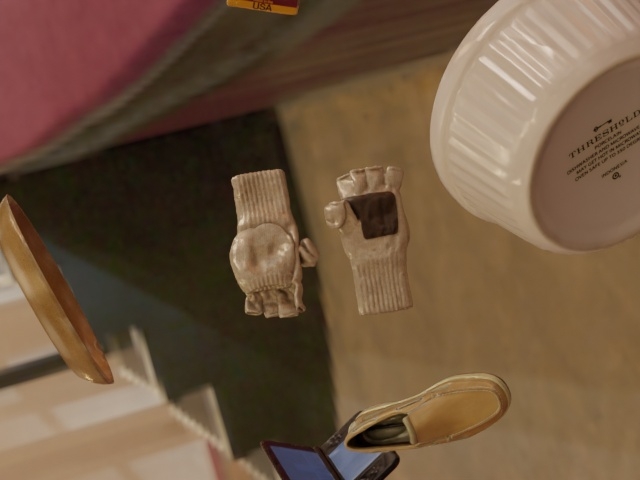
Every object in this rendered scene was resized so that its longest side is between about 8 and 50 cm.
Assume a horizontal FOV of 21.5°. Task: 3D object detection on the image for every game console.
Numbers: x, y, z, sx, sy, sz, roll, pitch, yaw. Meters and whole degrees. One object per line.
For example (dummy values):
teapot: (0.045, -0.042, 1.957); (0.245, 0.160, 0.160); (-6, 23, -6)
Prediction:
game console: (0.012, 0.262, 2.088); (0.085, 0.124, 0.144); (45, -178, -27)

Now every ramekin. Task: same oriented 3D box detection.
ramekin: (0.247, -0.109, 1.573); (0.127, 0.272, 0.273); (48, 149, 45)

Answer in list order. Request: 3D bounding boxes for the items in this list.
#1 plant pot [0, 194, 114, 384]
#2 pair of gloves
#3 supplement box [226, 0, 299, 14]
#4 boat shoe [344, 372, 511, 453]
plant pot: (-0.296, 0.060, 1.835); (0.236, 0.032, 0.236); (60, 177, 6)
pair of gloves: (0.000, 0.000, 2.212); (0.042, 0.240, 0.204); (97, 172, -75)
supplement box: (-0.050, -0.352, 1.812); (0.104, 0.080, 0.188); (-93, 11, -59)
boat shoe: (0.112, 0.195, 1.790); (0.072, 0.190, 0.068); (-27, -87, -62)
